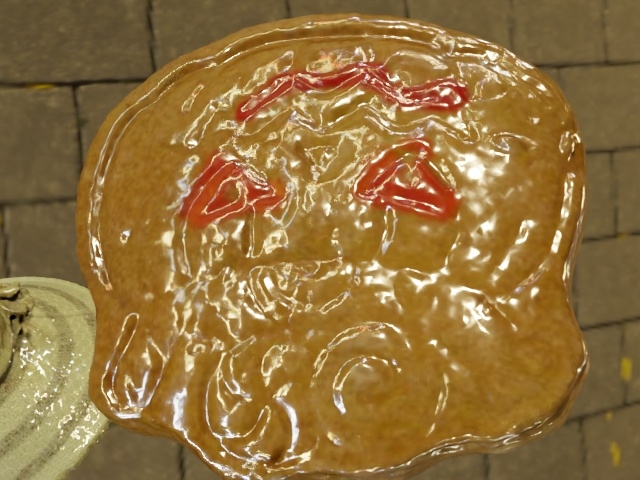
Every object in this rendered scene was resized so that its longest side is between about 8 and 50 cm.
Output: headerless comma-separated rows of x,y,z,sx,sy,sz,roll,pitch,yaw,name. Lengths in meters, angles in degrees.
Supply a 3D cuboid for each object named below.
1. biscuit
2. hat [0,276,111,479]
-0.001,-0.001,0.711,0.049,0.273,0.257,50,39,-63,biscuit
-0.256,0.070,0.869,0.252,0.252,0.110,-42,133,-28,hat
